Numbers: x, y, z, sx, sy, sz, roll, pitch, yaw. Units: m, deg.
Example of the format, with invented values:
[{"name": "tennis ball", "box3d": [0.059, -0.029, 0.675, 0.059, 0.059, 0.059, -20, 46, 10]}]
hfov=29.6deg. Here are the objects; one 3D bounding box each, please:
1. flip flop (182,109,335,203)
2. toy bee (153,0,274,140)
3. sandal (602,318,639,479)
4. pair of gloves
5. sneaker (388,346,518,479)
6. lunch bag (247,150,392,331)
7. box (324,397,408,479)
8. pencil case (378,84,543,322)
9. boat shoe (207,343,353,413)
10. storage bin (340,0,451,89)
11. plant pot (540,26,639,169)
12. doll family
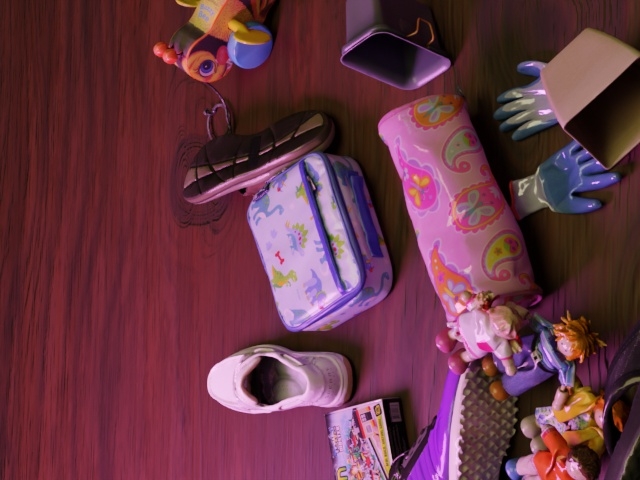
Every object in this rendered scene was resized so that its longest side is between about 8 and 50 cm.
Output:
[{"name": "flip flop", "box3d": [-0.088, -0.108, 1.736, 0.277, 0.080, 0.112, -19, 46, 30]}, {"name": "toy bee", "box3d": [-0.150, -0.291, 1.755, 0.195, 0.162, 0.298, 9, 94, 45]}, {"name": "sandal", "box3d": [0.365, 0.118, 1.202, 0.107, 0.167, 0.446, 17, 92, 65]}, {"name": "pair of gloves", "box3d": [0.269, -0.121, 1.397, 0.159, 0.023, 0.198, -21, 73, 44]}, {"name": "sneaker", "box3d": [0.142, 0.263, 1.446, 0.146, 0.102, 0.293, 8, 93, 47]}, {"name": "lunch bag", "box3d": [0.000, 0.000, 1.628, 0.176, 0.090, 0.219, -31, 66, 38]}, {"name": "box", "box3d": [0.070, 0.316, 1.568, 0.114, 0.036, 0.207, -23, 71, 44]}, {"name": "pencil case", "box3d": [0.164, -0.037, 1.434, 0.124, 0.124, 0.284, -38, 61, 39]}, {"name": "boat shoe", "box3d": [-0.081, 0.192, 1.692, 0.277, 0.096, 0.098, -11, 80, 46]}, {"name": "storage bin", "box3d": [0.094, -0.264, 1.520, 0.098, 0.135, 0.091, -30, 57, 42]}, {"name": "plant pot", "box3d": [0.300, -0.162, 1.296, 0.109, 0.109, 0.096, -43, 47, 15]}, {"name": "doll family", "box3d": [0.249, 0.154, 1.314, 0.263, 0.118, 0.163, 61, 149, 5]}]
